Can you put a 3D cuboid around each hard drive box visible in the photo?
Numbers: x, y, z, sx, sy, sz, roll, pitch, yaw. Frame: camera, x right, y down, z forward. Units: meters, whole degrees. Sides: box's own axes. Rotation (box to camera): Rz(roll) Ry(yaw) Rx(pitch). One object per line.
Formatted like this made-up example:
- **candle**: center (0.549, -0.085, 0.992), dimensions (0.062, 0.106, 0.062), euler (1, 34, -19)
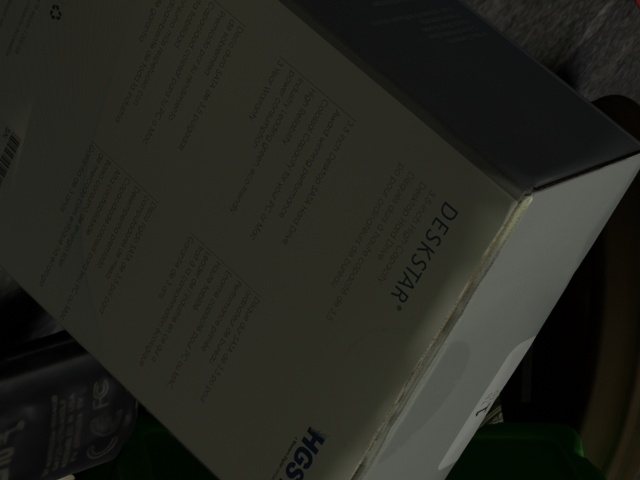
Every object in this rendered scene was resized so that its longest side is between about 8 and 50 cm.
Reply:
- **hard drive box**: center (-0.024, -0.027, 0.732), dimensions (0.089, 0.232, 0.181), euler (-19, 145, -51)

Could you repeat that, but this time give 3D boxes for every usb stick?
- **usb stick**: center (-0.191, 0.096, 0.837), dimensions (0.278, 0.045, 0.077), euler (-16, 124, -45)

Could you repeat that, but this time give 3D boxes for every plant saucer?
- **plant saucer**: center (0.164, 0.043, 1.253), dimensions (0.041, 0.278, 0.278), euler (4, 139, -10)

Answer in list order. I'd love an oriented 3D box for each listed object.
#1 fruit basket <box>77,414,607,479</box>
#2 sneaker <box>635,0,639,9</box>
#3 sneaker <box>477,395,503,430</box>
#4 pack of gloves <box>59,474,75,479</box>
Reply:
- **fruit basket**: center (0.009, 0.306, 1.111), dimensions (0.392, 0.283, 0.392), euler (-6, 118, -12)
- **sneaker**: center (0.242, -0.170, 1.167), dimensions (0.094, 0.081, 0.208), euler (-31, 174, -5)
- **sneaker**: center (0.106, 0.219, 1.521), dimensions (0.343, 0.146, 0.134), euler (-49, 159, 0)
- **pack of gloves**: center (-0.244, 0.152, 0.907), dimensions (0.232, 0.046, 0.195), euler (-48, 147, -9)
